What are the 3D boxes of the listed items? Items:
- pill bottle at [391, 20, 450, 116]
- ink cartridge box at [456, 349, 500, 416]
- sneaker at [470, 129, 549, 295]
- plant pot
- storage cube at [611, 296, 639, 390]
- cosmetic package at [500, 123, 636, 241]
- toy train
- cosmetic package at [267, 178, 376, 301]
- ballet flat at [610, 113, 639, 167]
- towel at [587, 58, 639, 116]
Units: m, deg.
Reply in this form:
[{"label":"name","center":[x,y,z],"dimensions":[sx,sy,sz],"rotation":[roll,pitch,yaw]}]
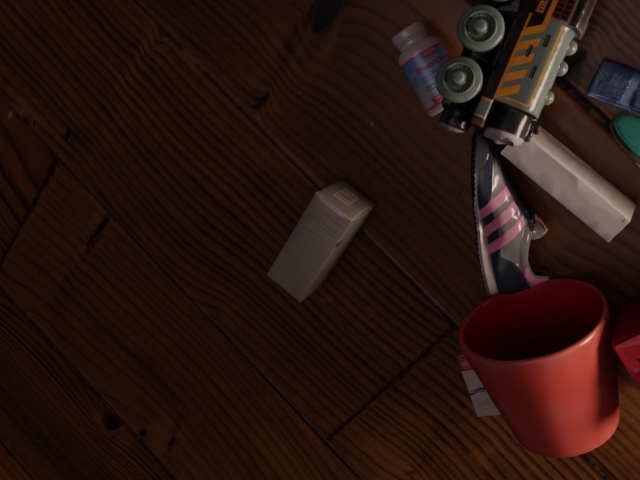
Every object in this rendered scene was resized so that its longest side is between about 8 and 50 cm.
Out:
[{"label":"pill bottle","center":[0.197,-0.314,1.396],"dimensions":[0.087,0.087,0.160],"rotation":[-29,93,32]},{"label":"ink cartridge box","center":[0.330,0.269,1.532],"dimensions":[0.056,0.099,0.135],"rotation":[-15,100,31]},{"label":"sneaker","center":[0.348,-0.056,1.416],"dimensions":[0.131,0.112,0.319],"rotation":[-7,108,12]},{"label":"plant pot","center":[0.415,0.240,1.395],"dimensions":[0.275,0.275,0.243],"rotation":[-11,112,30]},{"label":"storage cube","center":[0.626,0.178,1.281],"dimensions":[0.193,0.215,0.183],"rotation":[-32,91,27]},{"label":"cosmetic package","center":[0.434,-0.106,1.341],"dimensions":[0.239,0.099,0.060],"rotation":[42,121,9]},{"label":"toy train","center":[0.321,-0.321,1.265],"dimensions":[0.190,0.142,0.334],"rotation":[24,96,15]},{"label":"cosmetic package","center":[0.000,0.000,1.593],"dimensions":[0.107,0.127,0.238],"rotation":[36,122,12]},{"label":"ballet flat","center":[0.569,-0.129,1.279],"dimensions":[0.213,0.072,0.068],"rotation":[41,162,23]},{"label":"towel","center":[0.515,-0.254,1.286],"dimensions":[0.119,0.029,0.067],"rotation":[28,118,16]}]
